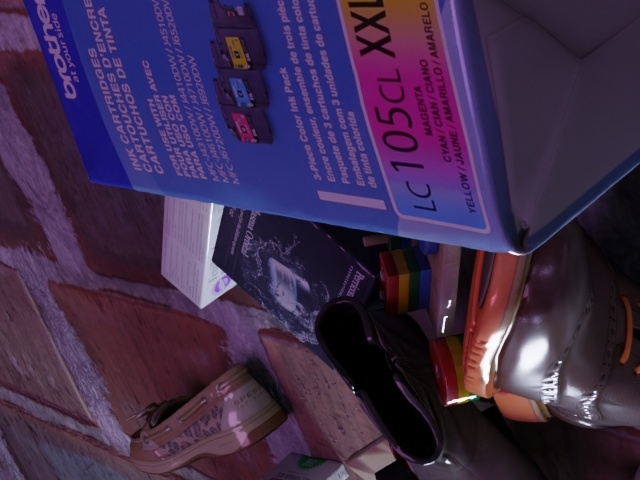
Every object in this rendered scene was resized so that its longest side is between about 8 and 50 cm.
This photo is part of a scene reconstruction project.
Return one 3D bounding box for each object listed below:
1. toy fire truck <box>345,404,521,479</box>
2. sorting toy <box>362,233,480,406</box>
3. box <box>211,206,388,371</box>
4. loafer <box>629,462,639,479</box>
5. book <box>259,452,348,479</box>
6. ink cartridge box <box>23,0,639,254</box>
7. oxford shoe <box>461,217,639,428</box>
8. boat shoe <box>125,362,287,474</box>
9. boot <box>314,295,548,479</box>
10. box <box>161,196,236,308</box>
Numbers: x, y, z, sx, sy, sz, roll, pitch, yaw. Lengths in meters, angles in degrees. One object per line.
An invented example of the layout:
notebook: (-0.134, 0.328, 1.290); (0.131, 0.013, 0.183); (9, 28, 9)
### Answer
toy fire truck: (0.123, 0.243, 1.063); (0.217, 0.158, 0.246); (58, -177, -8)
sorting toy: (0.054, -0.026, 0.818); (0.132, 0.046, 0.275); (87, 170, -51)
box: (0.000, 0.000, 1.000); (0.158, 0.093, 0.156); (40, 146, 16)
loafer: (0.267, 0.169, 0.813); (0.111, 0.112, 0.319); (40, 139, -7)
book: (-0.048, 0.294, 1.292); (0.096, 0.144, 0.035); (-5, 118, 52)
ink cartridge box: (0.018, -0.137, 0.680); (0.395, 0.270, 0.151); (13, 126, 44)
oxford shoe: (0.168, 0.047, 0.721); (0.132, 0.130, 0.363); (9, 169, 18)
boat shoe: (-0.147, 0.208, 1.385); (0.285, 0.104, 0.089); (-25, 97, 46)
boot: (0.083, 0.149, 0.850); (0.246, 0.083, 0.161); (52, -172, 10)
box: (-0.101, -0.063, 1.090); (0.067, 0.063, 0.324); (39, 145, 22)
